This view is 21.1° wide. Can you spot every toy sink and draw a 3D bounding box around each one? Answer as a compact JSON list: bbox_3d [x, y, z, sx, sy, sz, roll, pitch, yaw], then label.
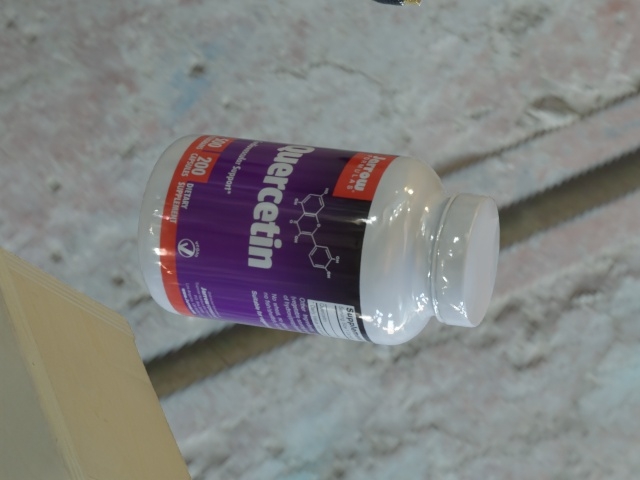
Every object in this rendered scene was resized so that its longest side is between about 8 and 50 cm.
[{"bbox_3d":[-0.175,0.103,0.902,0.153,0.234,0.131,-40,141,12],"label":"toy sink"}]

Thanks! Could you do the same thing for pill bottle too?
[{"bbox_3d":[0.000,0.000,1.645,0.181,0.323,0.181,7,90,-71],"label":"pill bottle"}]

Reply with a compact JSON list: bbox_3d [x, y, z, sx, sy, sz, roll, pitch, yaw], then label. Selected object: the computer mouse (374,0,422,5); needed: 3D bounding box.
[{"bbox_3d":[0.112,-0.325,1.707,0.060,0.262,0.184,-16,110,-66],"label":"computer mouse"}]
